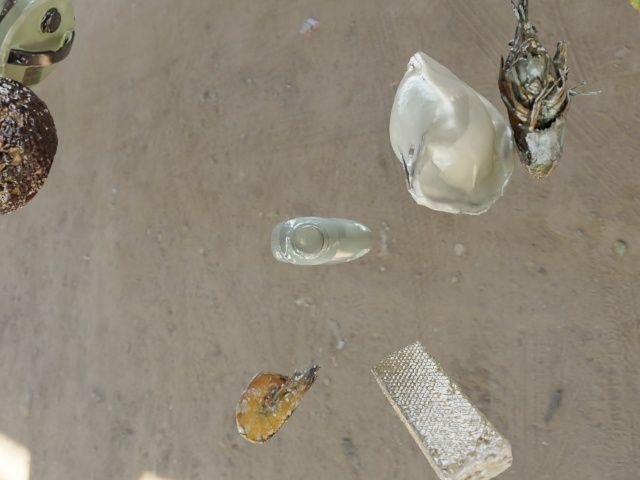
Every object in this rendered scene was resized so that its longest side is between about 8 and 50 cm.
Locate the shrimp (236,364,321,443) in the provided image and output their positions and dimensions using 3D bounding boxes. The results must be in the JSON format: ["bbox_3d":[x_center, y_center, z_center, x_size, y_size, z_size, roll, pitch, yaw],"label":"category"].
[{"bbox_3d":[-0.114,0.403,2.022,0.062,0.317,0.164,-1,118,42],"label":"shrimp"}]

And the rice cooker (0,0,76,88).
[{"bbox_3d":[-0.585,-0.403,1.415,0.244,0.226,0.226,30,109,5],"label":"rice cooker"}]

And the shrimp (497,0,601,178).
[{"bbox_3d":[0.438,-0.305,1.480,0.137,0.172,0.372,-103,6,-65],"label":"shrimp"}]

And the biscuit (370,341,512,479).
[{"bbox_3d":[0.234,0.342,1.537,0.144,0.078,0.426,-27,24,-4],"label":"biscuit"}]

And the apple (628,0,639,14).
[{"bbox_3d":[0.607,-0.490,1.189,0.340,0.340,0.339,-17,67,47],"label":"apple"}]

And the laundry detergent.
[{"bbox_3d":[0.000,0.000,1.832,0.398,0.264,0.124,20,-110,-88],"label":"laundry detergent"}]

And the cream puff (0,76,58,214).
[{"bbox_3d":[-0.558,-0.160,1.269,0.239,0.165,0.239,-11,69,31],"label":"cream puff"}]

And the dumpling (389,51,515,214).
[{"bbox_3d":[0.264,-0.210,1.502,0.341,0.260,0.181,-98,31,-53],"label":"dumpling"}]
